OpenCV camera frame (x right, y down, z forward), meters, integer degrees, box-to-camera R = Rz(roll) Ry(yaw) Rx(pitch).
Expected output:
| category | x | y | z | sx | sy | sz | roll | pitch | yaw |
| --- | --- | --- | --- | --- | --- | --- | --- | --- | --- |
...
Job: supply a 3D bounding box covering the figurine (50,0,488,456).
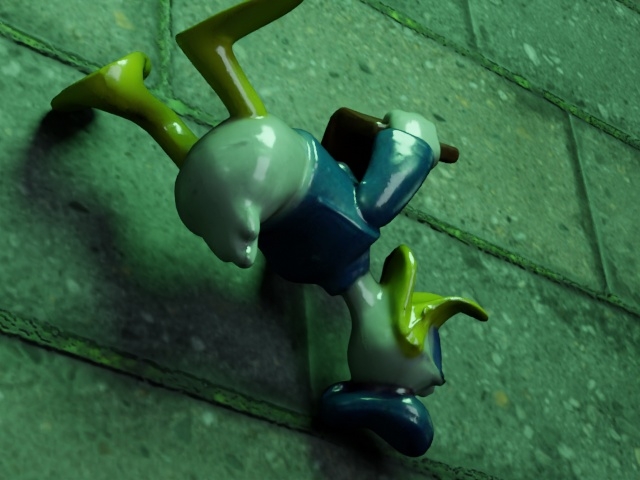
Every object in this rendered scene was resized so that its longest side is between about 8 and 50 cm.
| category | x | y | z | sx | sy | sz | roll | pitch | yaw |
| --- | --- | --- | --- | --- | --- | --- | --- | --- | --- |
| figurine | 0.000 | 0.000 | 1.087 | 0.283 | 0.204 | 0.338 | -20 | 87 | -59 |
